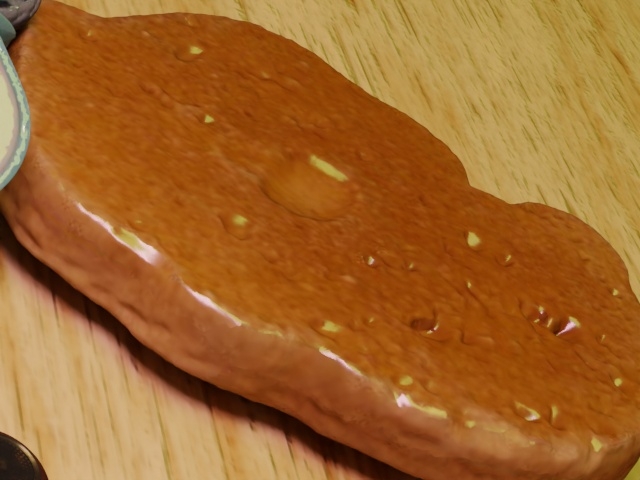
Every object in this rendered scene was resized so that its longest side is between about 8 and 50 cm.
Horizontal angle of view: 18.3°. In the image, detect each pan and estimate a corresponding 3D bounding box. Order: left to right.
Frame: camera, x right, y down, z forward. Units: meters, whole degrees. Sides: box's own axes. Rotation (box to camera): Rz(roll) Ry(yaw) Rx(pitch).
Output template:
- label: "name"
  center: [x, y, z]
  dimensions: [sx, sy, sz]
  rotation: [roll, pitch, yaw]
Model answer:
- label: "pan"
  center: [-0.165, 0.093, 0.919]
  dimensions: [0.068, 0.023, 0.115]
  rotation: [-3, 43, -46]

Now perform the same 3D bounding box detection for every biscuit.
- label: "biscuit"
  center: [0.000, 0.001, 1.181]
  dimensions: [0.455, 0.078, 0.350]
  rotation: [33, 25, 3]

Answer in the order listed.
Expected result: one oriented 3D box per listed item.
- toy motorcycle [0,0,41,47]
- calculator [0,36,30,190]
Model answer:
- label: "toy motorcycle"
  center: [-0.287, -0.118, 1.072]
  dimensions: [0.296, 0.109, 0.198]
  rotation: [7, 48, -26]
- label: "calculator"
  center: [-0.309, -0.131, 0.966]
  dimensions: [0.256, 0.054, 0.386]
  rotation: [-33, 84, -35]
